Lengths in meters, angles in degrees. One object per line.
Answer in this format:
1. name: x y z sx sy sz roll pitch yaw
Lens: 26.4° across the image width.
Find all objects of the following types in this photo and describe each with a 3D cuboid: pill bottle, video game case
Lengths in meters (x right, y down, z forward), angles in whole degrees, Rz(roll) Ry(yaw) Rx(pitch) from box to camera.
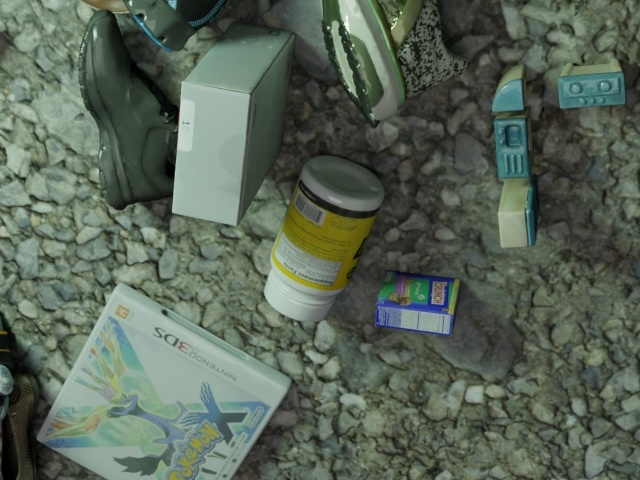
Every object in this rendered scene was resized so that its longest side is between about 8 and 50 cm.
1. pill bottle: 0.000 0.000 1.861 0.119 0.119 0.208 22 120 1
2. video game case: -0.245 0.261 2.098 0.300 0.036 0.329 30 119 -3

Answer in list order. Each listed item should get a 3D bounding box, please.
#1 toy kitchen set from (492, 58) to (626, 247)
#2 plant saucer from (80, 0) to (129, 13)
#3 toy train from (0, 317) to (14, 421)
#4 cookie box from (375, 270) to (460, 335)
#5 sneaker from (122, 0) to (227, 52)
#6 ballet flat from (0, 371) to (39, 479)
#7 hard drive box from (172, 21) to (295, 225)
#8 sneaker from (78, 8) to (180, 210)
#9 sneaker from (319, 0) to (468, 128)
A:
1. toy kitchen set: 0.306 -0.110 1.732 0.166 0.122 0.207 -3 116 14
2. plant saucer: -0.270 -0.380 1.779 0.168 0.029 0.168 5 118 10
3. toy train: -0.610 0.213 2.088 0.334 0.142 0.190 -20 74 27
4. cookie box: 0.136 0.086 1.890 0.107 0.092 0.040 7 121 8
5. sneaker: -0.248 -0.401 1.701 0.139 0.125 0.341 -41 101 -2
6. ballet flat: -0.485 0.320 2.154 0.084 0.058 0.250 33 124 38
7. hard drive box: -0.108 -0.154 1.742 0.089 0.232 0.181 11 118 7
8. sneaker: -0.249 -0.180 1.848 0.130 0.109 0.286 -6 122 5
9. sneaker: 0.080 -0.355 1.680 0.182 0.158 0.410 -19 113 -13
